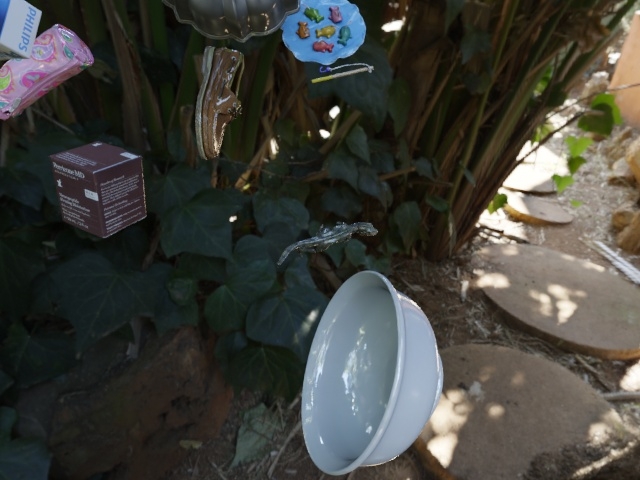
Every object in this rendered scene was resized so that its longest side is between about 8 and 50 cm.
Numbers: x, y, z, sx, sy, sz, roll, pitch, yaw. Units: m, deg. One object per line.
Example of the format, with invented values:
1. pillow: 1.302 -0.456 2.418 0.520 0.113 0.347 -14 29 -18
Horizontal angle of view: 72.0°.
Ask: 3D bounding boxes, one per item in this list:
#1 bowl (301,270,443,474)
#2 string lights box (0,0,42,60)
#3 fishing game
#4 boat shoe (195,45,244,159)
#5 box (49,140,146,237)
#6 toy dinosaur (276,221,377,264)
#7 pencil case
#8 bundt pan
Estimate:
1. bowl: 0.090 0.205 0.676 0.134 0.297 0.297 20 28 -18
2. string lights box: -0.504 -0.312 0.523 0.133 0.076 0.260 7 -6 24
3. fishing game: 0.004 -0.465 0.949 0.189 0.041 0.264 -10 75 -4
4. boat shoe: -0.261 -0.362 1.161 0.105 0.307 0.111 4 -2 -3
5. box: -0.624 -0.148 1.256 0.169 0.203 0.167 20 33 19
6. toy dinosaur: 0.000 0.000 1.039 0.268 0.064 0.118 -20 5 -22
7. pencil case: -0.729 -0.427 1.130 0.284 0.124 0.124 -31 34 7
8. bundt pan: -0.166 -0.538 0.780 0.331 0.330 0.124 0 11 -4
